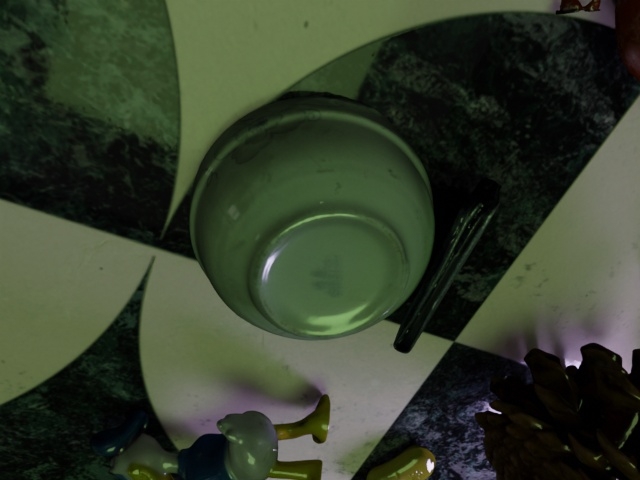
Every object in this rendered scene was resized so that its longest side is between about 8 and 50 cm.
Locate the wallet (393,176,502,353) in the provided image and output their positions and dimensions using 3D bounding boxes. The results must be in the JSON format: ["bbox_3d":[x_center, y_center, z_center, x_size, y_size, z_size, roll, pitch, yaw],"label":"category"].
[{"bbox_3d":[0.166,0.026,0.585,0.036,0.167,0.222,28,113,14],"label":"wallet"}]

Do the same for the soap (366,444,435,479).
[{"bbox_3d":[0.157,0.449,0.876,0.140,0.045,0.089,-34,116,7],"label":"soap"}]

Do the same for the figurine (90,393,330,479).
[{"bbox_3d":[-0.180,0.345,0.708,0.339,0.204,0.283,17,121,-7],"label":"figurine"}]

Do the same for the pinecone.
[{"bbox_3d":[0.465,0.321,0.717,0.385,0.384,0.384,-5,119,-10],"label":"pinecone"}]

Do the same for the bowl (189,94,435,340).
[{"bbox_3d":[0.000,0.000,0.538,0.308,0.163,0.306,-5,122,-9],"label":"bowl"}]

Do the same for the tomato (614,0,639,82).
[{"bbox_3d":[0.434,-0.245,0.508,0.201,0.139,0.232,-27,86,-5],"label":"tomato"}]

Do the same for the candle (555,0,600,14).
[{"bbox_3d":[0.302,-0.404,0.444,0.051,0.048,0.328,-31,132,-44],"label":"candle"}]
